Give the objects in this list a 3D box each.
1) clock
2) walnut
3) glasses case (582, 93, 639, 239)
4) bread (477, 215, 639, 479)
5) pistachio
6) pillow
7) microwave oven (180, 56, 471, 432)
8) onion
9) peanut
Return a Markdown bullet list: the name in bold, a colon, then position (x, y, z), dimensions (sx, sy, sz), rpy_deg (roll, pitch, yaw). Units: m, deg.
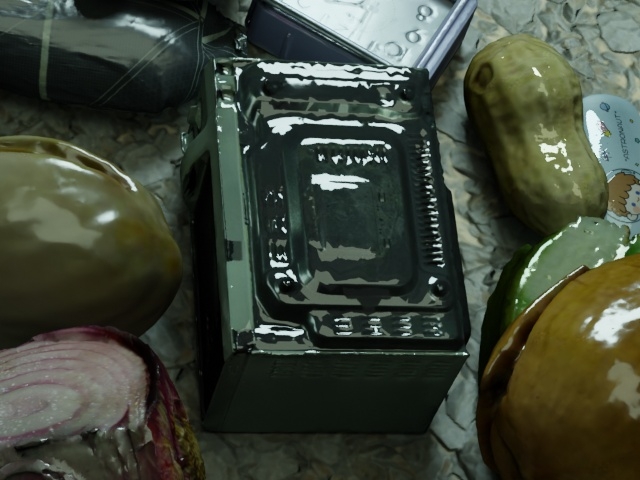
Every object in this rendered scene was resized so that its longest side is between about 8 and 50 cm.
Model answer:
- **clock**: position (0.039, -0.221, 1.881), dimensions (0.193, 0.073, 0.144), rpy_deg (30, 57, 5)
- **walnut**: position (0.274, 0.103, 1.525), dimensions (0.336, 0.209, 0.209), rpy_deg (-34, 72, -23)
- **glasses case**: position (0.288, -0.065, 1.863), dimensions (0.067, 0.045, 0.178), rpy_deg (2, 60, -12)
- **bread**: position (0.322, 0.129, 1.708), dimensions (0.382, 0.129, 0.366), rpy_deg (38, 61, 11)
- **pistachio**: position (-0.260, 0.011, 1.631), dimensions (0.288, 0.197, 0.166), rpy_deg (3, 15, 1)
- **pillow**: position (-0.234, -0.203, 1.793), dimensions (0.335, 0.092, 0.161), rpy_deg (13, 54, -7)
- **microwave oven**: position (0.000, 0.000, 1.676), dimensions (0.237, 0.181, 0.295), rpy_deg (1, 59, -12)
- **onion**: position (-0.193, 0.211, 1.480), dimensions (0.272, 0.230, 0.256), rpy_deg (-9, 21, 29)
- **peanut**: position (0.209, -0.098, 1.820), dimensions (0.110, 0.120, 0.236), rpy_deg (18, 43, -43)
